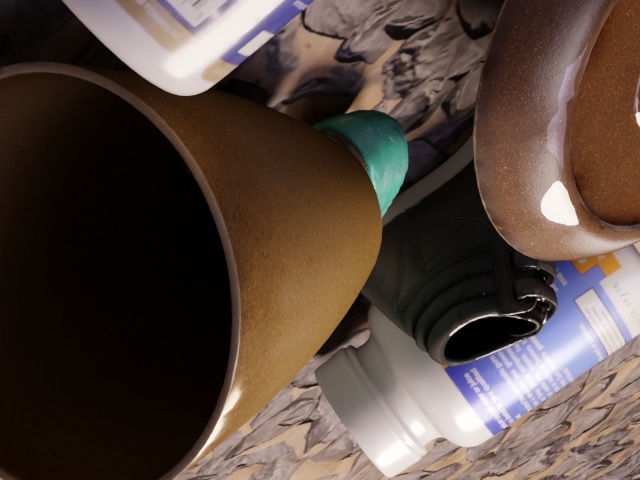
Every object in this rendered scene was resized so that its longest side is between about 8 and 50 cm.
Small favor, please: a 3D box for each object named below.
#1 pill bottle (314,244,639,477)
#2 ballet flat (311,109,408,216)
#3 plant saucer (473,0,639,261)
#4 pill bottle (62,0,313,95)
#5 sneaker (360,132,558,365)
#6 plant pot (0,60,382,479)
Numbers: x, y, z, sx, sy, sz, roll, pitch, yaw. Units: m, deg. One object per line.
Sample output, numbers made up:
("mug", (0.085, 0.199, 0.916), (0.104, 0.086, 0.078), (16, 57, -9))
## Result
("pill bottle", (0.136, 0.075, 1.289), (0.272, 0.152, 0.152), (-35, 152, 3))
("ballet flat", (0.000, 0.000, 1.108), (0.087, 0.083, 0.247), (-28, 157, -42))
("plant saucer", (0.229, -0.119, 1.063), (0.311, 0.050, 0.310), (-26, 131, -34))
("pill bottle", (-0.009, -0.201, 0.694), (0.265, 0.153, 0.153), (-38, 152, 9))
("sneaker", (0.163, -0.020, 1.174), (0.296, 0.147, 0.104), (-41, 150, 10))
("plant pot", (-0.074, 0.007, 0.912), (0.237, 0.237, 0.254), (-50, 162, 28))
